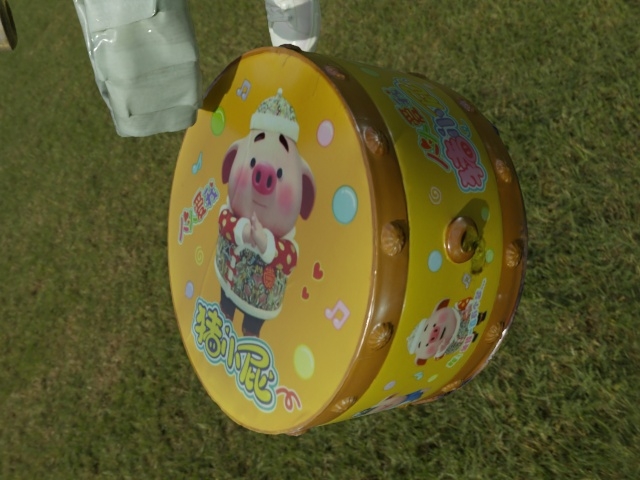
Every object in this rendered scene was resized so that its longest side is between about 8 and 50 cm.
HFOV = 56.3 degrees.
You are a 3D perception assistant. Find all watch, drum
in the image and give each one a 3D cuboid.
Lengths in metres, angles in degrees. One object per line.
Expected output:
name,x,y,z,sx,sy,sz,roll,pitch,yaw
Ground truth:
watch,-0.199,-0.226,0.610,0.162,0.241,0.253,-17,16,-18
drum,0.000,0.000,0.700,0.431,0.214,0.430,0,90,51

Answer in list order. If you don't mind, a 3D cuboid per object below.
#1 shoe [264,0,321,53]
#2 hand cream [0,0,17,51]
shoe,-0.065,-0.406,0.933,0.095,0.110,0.264,8,102,35
hand cream,-0.528,-0.291,0.810,0.203,0.084,0.084,-12,42,-17
